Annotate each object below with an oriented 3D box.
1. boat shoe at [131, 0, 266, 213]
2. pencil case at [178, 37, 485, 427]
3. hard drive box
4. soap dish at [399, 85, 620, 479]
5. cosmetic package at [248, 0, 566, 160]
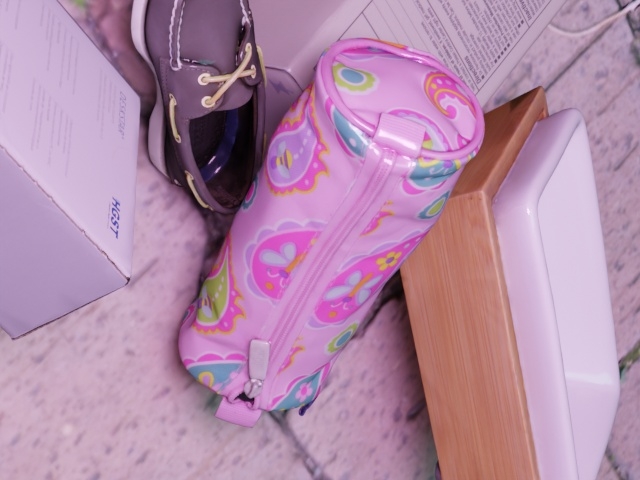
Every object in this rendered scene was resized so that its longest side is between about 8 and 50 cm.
[{"bbox_3d":[-0.069,-0.106,1.058,0.081,0.069,0.228,-34,151,-23],"label":"boat shoe"},{"bbox_3d":[0.000,0.000,1.086,0.124,0.124,0.284,-10,144,-40],"label":"pencil case"},{"bbox_3d":[-0.204,-0.088,0.933,0.232,0.089,0.181,51,22,-35],"label":"hard drive box"},{"bbox_3d":[0.150,0.052,1.277,0.229,0.118,0.291,-53,135,-59],"label":"soap dish"},{"bbox_3d":[0.069,-0.179,1.208,0.309,0.113,0.160,-50,128,-22],"label":"cosmetic package"}]
